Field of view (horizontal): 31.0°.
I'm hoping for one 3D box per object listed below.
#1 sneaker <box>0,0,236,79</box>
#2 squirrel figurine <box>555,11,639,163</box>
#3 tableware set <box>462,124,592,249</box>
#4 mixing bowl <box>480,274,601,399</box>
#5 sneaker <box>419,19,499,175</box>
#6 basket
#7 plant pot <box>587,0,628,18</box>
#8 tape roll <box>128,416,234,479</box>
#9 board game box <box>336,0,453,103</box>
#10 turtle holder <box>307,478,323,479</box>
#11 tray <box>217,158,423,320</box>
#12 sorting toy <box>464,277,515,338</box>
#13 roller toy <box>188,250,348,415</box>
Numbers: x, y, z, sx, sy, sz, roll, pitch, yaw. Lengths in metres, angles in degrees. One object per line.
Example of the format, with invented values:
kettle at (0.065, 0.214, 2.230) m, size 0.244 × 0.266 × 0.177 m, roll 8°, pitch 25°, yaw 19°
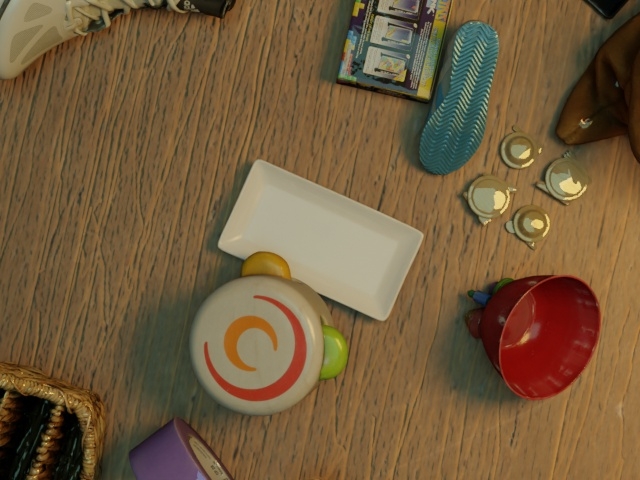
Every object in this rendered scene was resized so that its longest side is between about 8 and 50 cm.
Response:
sneaker at (-0.275, -0.361, 1.639) m, size 0.257 × 0.169 × 0.447 m, roll 39°, pitch 85°, yaw 5°
squirrel figurine at (0.535, -0.266, 1.517) m, size 0.281 × 0.370 × 0.397 m, roll 26°, pitch 87°, yaw 3°
tableware set at (0.302, -0.077, 1.686) m, size 0.141 × 0.020 × 0.168 m, roll 38°, pitch 87°, yaw 1°
mixing bowl at (0.292, 0.121, 1.618) m, size 0.181 × 0.098 × 0.181 m, roll -11°, pitch 111°, yaw -29°
sneaker at (0.203, -0.204, 1.667) m, size 0.087 × 0.092 × 0.228 m, roll 17°, pitch 106°, yaw 0°
basket at (-0.426, 0.333, 1.573) m, size 0.213 × 0.223 × 0.299 m, roll 21°, pitch 86°, yaw 2°
plant pot at (0.425, -0.463, 1.636) m, size 0.188 × 0.187 × 0.167 m, roll 43°, pitch 75°, yaw 3°
tape roll at (-0.174, 0.341, 1.584) m, size 0.080 × 0.189 × 0.189 m, roll -38°, pitch 87°, yaw -2°
board game box at (0.110, -0.299, 1.690) m, size 0.141 × 0.048 × 0.170 m, roll 14°, pitch 86°, yaw 0°
turtle holder at (-0.044, 0.505, 1.540) m, size 0.227 × 0.243 × 0.320 m, roll 24°, pitch 119°, yaw 29°
tray at (0.000, 0.000, 1.682) m, size 0.270 × 0.030 × 0.145 m, roll 24°, pitch 86°, yaw 3°
sorting toy at (0.238, 0.091, 1.667) m, size 0.042 × 0.061 × 0.102 m, roll 25°, pitch 76°, yaw 45°
roller toy at (-0.079, 0.140, 1.616) m, size 0.191 × 0.146 × 0.209 m, roll -42°, pitch 84°, yaw 8°
